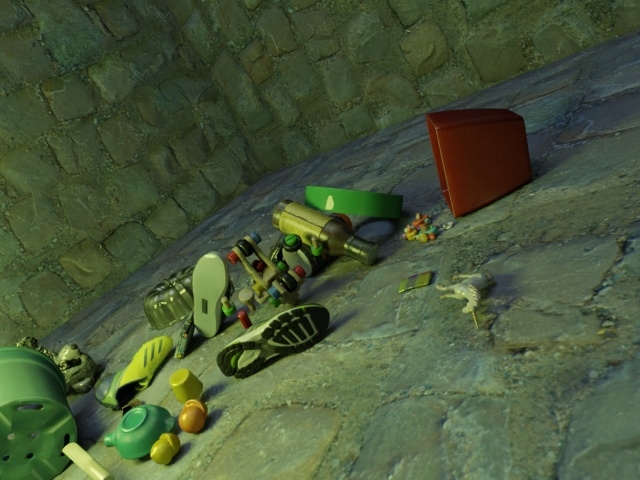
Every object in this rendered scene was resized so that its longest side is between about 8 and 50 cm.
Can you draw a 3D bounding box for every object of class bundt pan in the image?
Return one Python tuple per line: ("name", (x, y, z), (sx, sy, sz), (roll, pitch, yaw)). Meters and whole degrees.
("bundt pan", (-0.573, 0.210, 1.996), (0.331, 0.124, 0.331), (-28, 16, 9))

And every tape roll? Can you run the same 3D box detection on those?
("tape roll", (0.108, -0.129, 1.630), (0.321, 0.077, 0.321), (6, 6, -1))

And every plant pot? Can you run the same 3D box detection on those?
("plant pot", (-0.821, 0.487, 1.314), (0.341, 0.341, 0.334), (-40, 28, -31))
("plant pot", (0.460, -0.252, 1.435), (0.236, 0.267, 0.267), (-14, 20, 10))

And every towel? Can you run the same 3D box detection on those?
("towel", (0.230, 0.099, 1.187), (0.083, 0.009, 0.060), (-21, 20, 30))

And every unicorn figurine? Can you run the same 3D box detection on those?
("unicorn figurine", (0.293, 0.101, 0.989), (0.162, 0.060, 0.111), (-42, 20, -33))

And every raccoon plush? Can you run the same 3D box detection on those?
("raccoon plush", (-0.982, 0.531, 1.782), (0.446, 0.299, 0.216), (-57, 19, 32))

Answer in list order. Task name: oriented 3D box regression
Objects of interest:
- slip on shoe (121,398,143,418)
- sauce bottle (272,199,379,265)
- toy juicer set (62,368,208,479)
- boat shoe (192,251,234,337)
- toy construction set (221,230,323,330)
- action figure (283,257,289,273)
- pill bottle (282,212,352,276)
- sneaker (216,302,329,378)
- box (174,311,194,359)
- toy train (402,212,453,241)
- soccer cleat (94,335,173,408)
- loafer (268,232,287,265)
("slip on shoe", (-0.509, 0.455, 1.323), (0.051, 0.041, 0.135), (-32, 17, -7))
("sauce bottle", (0.013, -0.019, 1.483), (0.344, 0.111, 0.111), (27, 51, 29))
("toy juicer set", (-0.392, 0.449, 1.107), (0.329, 0.089, 0.209), (-32, 35, -18))
("boat shoe", (-0.318, 0.155, 1.521), (0.113, 0.306, 0.105), (16, 30, 17))
("toy construction set", (-0.150, 0.152, 1.438), (0.257, 0.237, 0.309), (11, 53, 20))
("action figure", (-0.114, 0.035, 1.731), (0.280, 0.139, 0.091), (-44, 20, -32))
("pill bottle", (0.000, 0.000, 1.640), (0.246, 0.130, 0.130), (-41, 20, -32))
("sneaker", (-0.115, 0.228, 1.226), (0.300, 0.111, 0.121), (-25, 13, 10))
("box", (-0.422, 0.298, 1.562), (0.137, 0.027, 0.094), (-89, 16, -70))
("toy train", (0.299, -0.047, 1.429), (0.125, 0.046, 0.166), (-35, 17, -15))
("soccer cleat", (-0.543, 0.401, 1.505), (0.121, 0.093, 0.289), (17, 36, 26))
("loafer", (-0.143, 0.031, 1.641), (0.061, 0.062, 0.170), (19, 81, 27))
